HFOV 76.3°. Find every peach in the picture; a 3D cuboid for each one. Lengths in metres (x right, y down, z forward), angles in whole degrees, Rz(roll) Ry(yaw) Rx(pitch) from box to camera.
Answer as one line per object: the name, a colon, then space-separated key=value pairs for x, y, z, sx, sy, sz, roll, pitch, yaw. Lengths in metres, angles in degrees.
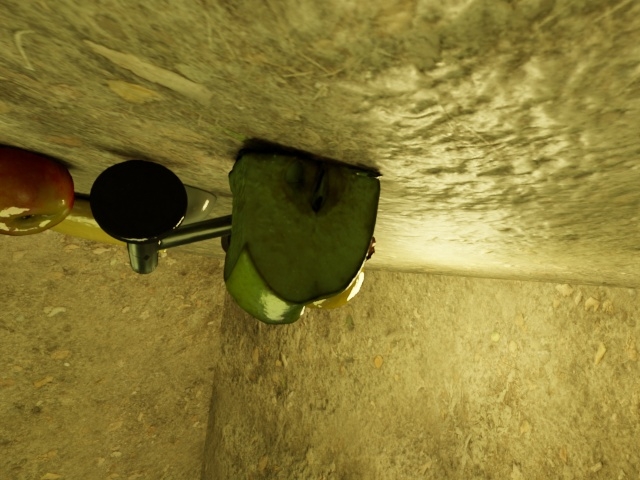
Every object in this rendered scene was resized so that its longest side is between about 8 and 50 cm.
peach: x=-0.594 y=-0.109 z=0.798 sx=0.190 sy=0.192 sz=0.190 roll=-30 pitch=167 yaw=-8

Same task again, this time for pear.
pear: x=-0.030 y=0.002 z=0.653 sx=0.238 sy=0.256 sz=0.164 roll=4 pitch=173 yaw=-27

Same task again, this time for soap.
soap: x=-0.684 y=-0.055 z=1.276 sx=0.427 sy=0.115 sz=0.306 roll=14 pitch=171 yaw=-28

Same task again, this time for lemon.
lemon: x=0.006 y=0.108 z=1.365 sx=0.257 sy=0.258 sz=0.310 roll=-1 pitch=-169 yaw=45

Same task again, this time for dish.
dish: x=-0.362 y=-0.074 z=0.974 sx=0.236 sy=0.086 sz=0.228 roll=11 pitch=171 yaw=-33

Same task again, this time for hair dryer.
hair dryer: x=-0.291 y=-0.057 z=0.854 sx=0.284 sy=0.156 sz=0.320 roll=-34 pitch=172 yaw=-22

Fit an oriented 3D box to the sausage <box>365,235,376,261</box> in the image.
sausage: x=0.000 y=0.000 z=1.221 sx=0.330 sy=0.102 sz=0.102 roll=6 pitch=173 yaw=-2

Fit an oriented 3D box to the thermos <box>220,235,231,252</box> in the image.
thermos: x=-0.254 y=-0.007 z=1.439 sx=0.137 sy=0.105 sz=0.193 roll=32 pitch=-165 yaw=31
